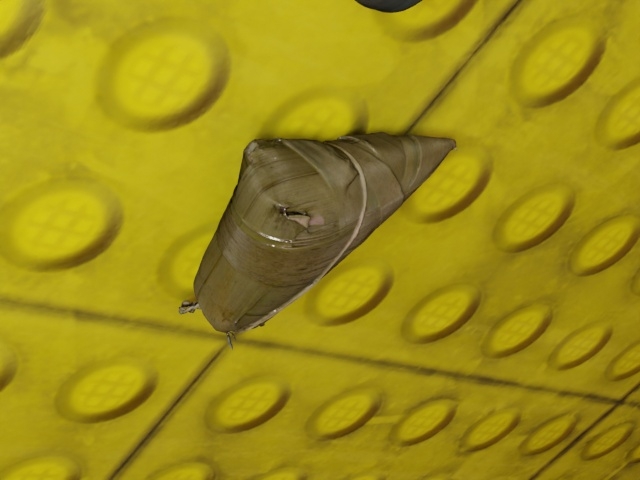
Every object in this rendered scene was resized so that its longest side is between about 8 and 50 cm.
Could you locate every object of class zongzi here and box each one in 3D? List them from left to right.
[{"bbox_3d":[0.000,0.000,0.718,0.178,0.081,0.189,-13,147,-37],"label":"zongzi"}]

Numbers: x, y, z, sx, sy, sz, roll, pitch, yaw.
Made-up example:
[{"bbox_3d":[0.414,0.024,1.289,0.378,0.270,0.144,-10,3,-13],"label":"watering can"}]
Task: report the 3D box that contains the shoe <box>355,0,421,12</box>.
[{"bbox_3d":[0.095,-0.217,0.495,0.093,0.108,0.241,5,127,-33],"label":"shoe"}]
